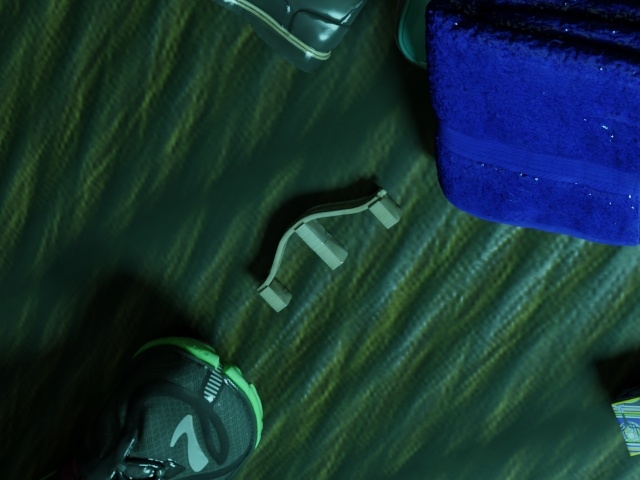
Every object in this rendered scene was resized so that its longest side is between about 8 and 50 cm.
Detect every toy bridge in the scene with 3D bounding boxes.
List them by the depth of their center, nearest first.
[{"bbox_3d":[0.000,0.000,1.265,0.063,0.026,0.188,46,121,-9],"label":"toy bridge"}]

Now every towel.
[{"bbox_3d":[0.200,-0.090,1.028,0.228,0.076,0.308,8,156,12],"label":"towel"}]

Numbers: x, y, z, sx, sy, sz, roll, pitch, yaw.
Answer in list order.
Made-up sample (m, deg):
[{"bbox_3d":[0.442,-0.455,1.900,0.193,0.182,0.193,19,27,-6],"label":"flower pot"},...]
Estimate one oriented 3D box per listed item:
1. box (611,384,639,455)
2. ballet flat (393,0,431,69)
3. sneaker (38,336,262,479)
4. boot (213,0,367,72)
[{"bbox_3d":[0.378,0.158,1.211,0.169,0.054,0.059,-20,91,26],"label":"box"},{"bbox_3d":[0.169,-0.273,1.007,0.107,0.106,0.316,34,124,-5],"label":"ballet flat"},{"bbox_3d":[-0.227,0.292,1.400,0.185,0.202,0.483,36,123,-5],"label":"sneaker"},{"bbox_3d":[-0.037,-0.262,1.107,0.198,0.077,0.137,35,119,-20],"label":"boot"}]
